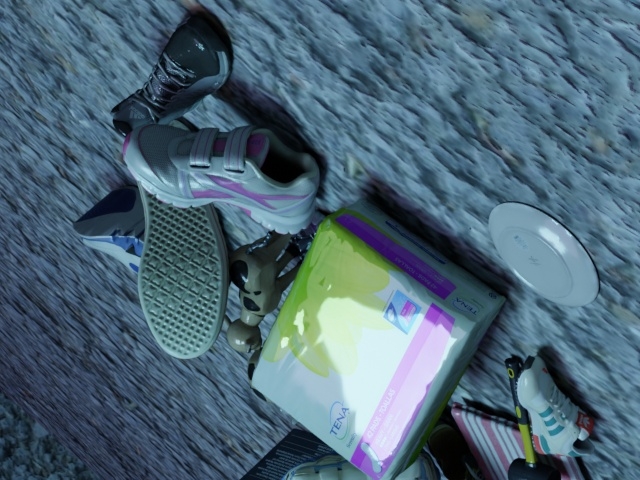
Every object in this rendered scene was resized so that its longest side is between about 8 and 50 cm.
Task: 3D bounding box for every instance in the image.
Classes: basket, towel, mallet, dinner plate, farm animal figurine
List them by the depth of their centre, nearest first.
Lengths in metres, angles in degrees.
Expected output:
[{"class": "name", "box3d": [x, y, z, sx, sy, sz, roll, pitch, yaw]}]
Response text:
[{"class": "dinner plate", "box3d": [0.228, 0.019, 1.413, 0.141, 0.017, 0.141, 37, 153, 22]}, {"class": "mallet", "box3d": [0.242, 0.226, 1.652, 0.062, 0.039, 0.190, 1, 116, 47]}, {"class": "towel", "box3d": [0.266, 0.282, 1.751, 0.197, 0.029, 0.144, 13, 140, 47]}, {"class": "farm animal figurine", "box3d": [-0.026, 0.160, 1.857, 0.330, 0.172, 0.327, 47, 156, 0]}, {"class": "basket", "box3d": [0.057, 0.388, 1.869, 0.289, 0.254, 0.201, 60, -159, -77]}]

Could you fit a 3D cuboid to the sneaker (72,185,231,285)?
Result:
[{"class": "sneaker", "box3d": [-0.242, 0.033, 2.074, 0.315, 0.127, 0.182, 14, 138, 48]}]

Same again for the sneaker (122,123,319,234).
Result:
[{"class": "sneaker", "box3d": [-0.110, -0.097, 1.631, 0.252, 0.103, 0.111, 14, 142, -15]}]

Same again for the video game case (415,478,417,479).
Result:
[{"class": "video game case", "box3d": [0.139, 0.461, 2.217, 0.210, 0.042, 0.232, 52, 156, -12]}]

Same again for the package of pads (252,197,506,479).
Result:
[{"class": "package of pads", "box3d": [0.056, 0.121, 1.617, 0.229, 0.101, 0.296, 36, 127, 18]}]

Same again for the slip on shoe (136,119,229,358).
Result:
[{"class": "slip on shoe", "box3d": [-0.184, 0.001, 1.807, 0.101, 0.123, 0.331, 69, -170, -68]}]

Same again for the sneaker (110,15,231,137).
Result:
[{"class": "sneaker", "box3d": [-0.191, -0.178, 1.650, 0.086, 0.132, 0.229, 46, 157, 2]}]

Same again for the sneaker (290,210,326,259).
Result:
[{"class": "sneaker", "box3d": [0.000, 0.000, 1.692, 0.098, 0.069, 0.038, 10, 138, 54]}]

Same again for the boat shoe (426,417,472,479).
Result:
[{"class": "boat shoe", "box3d": [0.179, 0.284, 1.873, 0.049, 0.056, 0.152, 61, 178, 39]}]

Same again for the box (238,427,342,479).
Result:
[{"class": "box", "box3d": [-0.024, 0.537, 2.167, 0.179, 0.312, 0.343, 3, 129, 58]}]

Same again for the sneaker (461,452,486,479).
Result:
[{"class": "sneaker", "box3d": [0.211, 0.321, 1.866, 0.035, 0.031, 0.083, -13, 134, 34]}]

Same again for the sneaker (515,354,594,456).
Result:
[{"class": "sneaker", "box3d": [0.278, 0.194, 1.571, 0.075, 0.057, 0.161, 7, 136, 31]}]
